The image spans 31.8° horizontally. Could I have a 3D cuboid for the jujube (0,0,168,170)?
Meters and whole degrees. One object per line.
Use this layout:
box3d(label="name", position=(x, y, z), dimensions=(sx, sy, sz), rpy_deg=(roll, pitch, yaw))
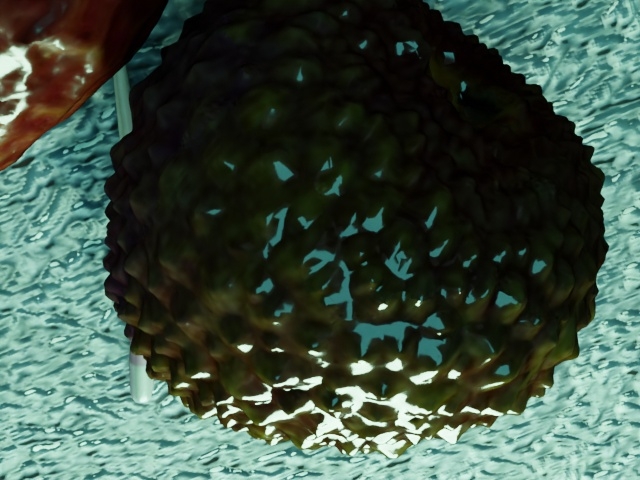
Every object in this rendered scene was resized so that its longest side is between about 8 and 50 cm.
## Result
box3d(label="jujube", position=(-0.172, -0.125, 0.515), dimensions=(0.197, 0.197, 0.290), rpy_deg=(26, 125, -17))

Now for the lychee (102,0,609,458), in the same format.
box3d(label="lychee", position=(0.000, 0.000, 0.576), dimensions=(0.271, 0.271, 0.271), rpy_deg=(-2, 116, -5))

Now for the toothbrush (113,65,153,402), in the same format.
box3d(label="toothbrush", position=(-0.107, -0.027, 0.662), dimensions=(0.025, 0.020, 0.286), rpy_deg=(-4, 116, -12))
